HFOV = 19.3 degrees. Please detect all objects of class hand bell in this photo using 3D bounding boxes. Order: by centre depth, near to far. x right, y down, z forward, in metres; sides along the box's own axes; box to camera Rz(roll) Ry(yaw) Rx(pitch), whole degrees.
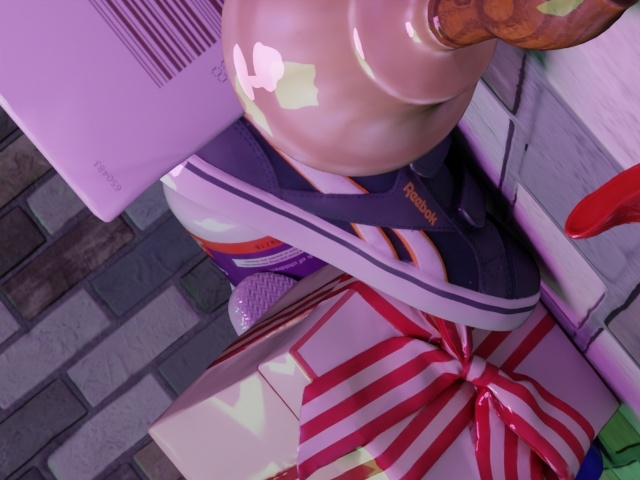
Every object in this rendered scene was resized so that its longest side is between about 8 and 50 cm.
[{"bbox_3d":[0.058,-0.089,0.727,0.126,0.126,0.242,52,164,-14],"label":"hand bell"}]

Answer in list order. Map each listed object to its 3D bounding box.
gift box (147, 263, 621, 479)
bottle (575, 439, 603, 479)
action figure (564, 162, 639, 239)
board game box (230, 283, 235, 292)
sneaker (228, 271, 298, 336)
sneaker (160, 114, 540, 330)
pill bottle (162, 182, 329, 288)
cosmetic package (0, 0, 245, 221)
[{"bbox_3d":[0.053,0.151,1.450,0.255,0.276,0.258,47,140,-9],"label":"gift box"},{"bbox_3d":[0.168,0.149,1.904,0.283,0.092,0.118,49,-178,40],"label":"bottle"},{"bbox_3d":[0.168,0.103,0.877,0.280,0.139,0.091,50,180,-41],"label":"action figure"},{"bbox_3d":[-0.014,0.047,2.014,0.142,0.144,0.275,57,-162,-64],"label":"board game box"},{"bbox_3d":[-0.007,0.152,1.675,0.268,0.101,0.153,46,141,-10],"label":"sneaker"},{"bbox_3d":[0.044,-0.044,1.239,0.321,0.127,0.126,24,-160,-32],"label":"sneaker"},{"bbox_3d":[0.000,0.000,1.745,0.181,0.181,0.323,49,176,45],"label":"pill bottle"},{"bbox_3d":[-0.116,-0.170,1.068,0.156,0.217,0.385,52,175,-22],"label":"cosmetic package"}]
